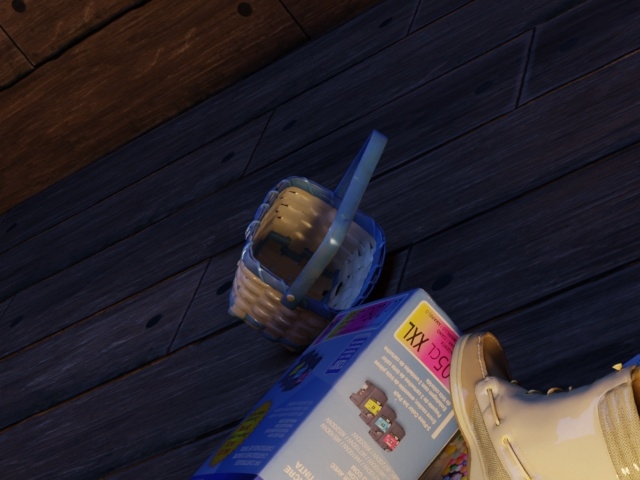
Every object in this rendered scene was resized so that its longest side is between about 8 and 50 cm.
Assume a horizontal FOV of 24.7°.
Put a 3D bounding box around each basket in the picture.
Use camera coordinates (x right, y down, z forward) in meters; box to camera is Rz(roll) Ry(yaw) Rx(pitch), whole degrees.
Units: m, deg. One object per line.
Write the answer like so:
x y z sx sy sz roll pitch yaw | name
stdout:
0.000 0.000 2.104 0.289 0.201 0.255 -61 1 45 | basket

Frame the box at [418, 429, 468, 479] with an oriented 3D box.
0.149 0.270 1.605 0.145 0.038 0.186 -46 24 -16 | box

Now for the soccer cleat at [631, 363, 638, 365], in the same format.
0.310 0.163 1.493 0.083 0.036 0.029 -48 24 -24 | soccer cleat

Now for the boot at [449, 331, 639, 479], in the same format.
0.239 0.166 1.473 0.203 0.095 0.262 -32 37 24 | boot

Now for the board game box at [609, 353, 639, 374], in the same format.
0.316 0.220 1.457 0.145 0.027 0.281 -35 22 5 | board game box

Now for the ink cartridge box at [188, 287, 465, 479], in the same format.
-0.010 0.254 1.660 0.395 0.151 0.270 -49 9 -21 | ink cartridge box
